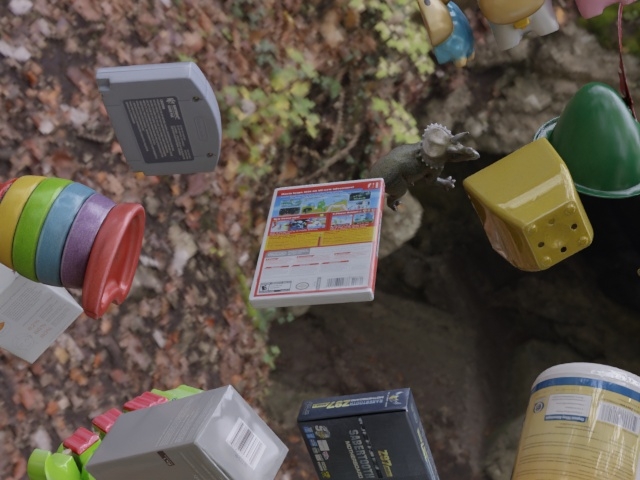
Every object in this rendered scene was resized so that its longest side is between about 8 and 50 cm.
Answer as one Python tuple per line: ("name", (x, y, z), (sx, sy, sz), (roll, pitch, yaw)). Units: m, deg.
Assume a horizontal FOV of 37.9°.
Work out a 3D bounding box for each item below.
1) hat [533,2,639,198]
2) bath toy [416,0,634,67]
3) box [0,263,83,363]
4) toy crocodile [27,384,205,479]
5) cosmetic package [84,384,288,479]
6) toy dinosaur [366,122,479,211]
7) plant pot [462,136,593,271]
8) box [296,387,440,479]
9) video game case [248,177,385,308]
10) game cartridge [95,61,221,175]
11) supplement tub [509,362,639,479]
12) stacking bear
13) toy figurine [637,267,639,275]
("hat", (0.376, -0.188, 1.225), (0.183, 0.173, 0.208), (90, -22, -45))
("bath toy", (0.275, -0.300, 0.996), (0.151, 0.348, 0.129), (-54, 125, -73))
("box", (-0.507, 0.106, 1.554), (0.091, 0.130, 0.170), (40, -7, 34))
("toy crocodile", (-0.341, 0.330, 1.596), (0.341, 0.115, 0.105), (-27, 114, -38))
("cosmetic package", (-0.172, 0.276, 1.181), (0.127, 0.238, 0.107), (50, 41, -19))
("toy dinosaur", (0.169, -0.143, 1.870), (0.160, 0.314, 0.121), (41, 32, -53))
("plant pot", (0.181, -0.022, 0.775), (0.081, 0.081, 0.083), (59, 3, -28))
("box", (0.084, 0.352, 1.500), (0.059, 0.184, 0.232), (-70, 146, -58))
("video game case", (0.000, 0.000, 1.589), (0.285, 0.204, 0.025), (-80, 160, -46))
("game cartridge", (-0.285, -0.222, 1.734), (0.294, 0.196, 0.060), (86, 5, -60))
("supplement tub", (0.270, 0.242, 0.954), (0.144, 0.144, 0.199), (41, 55, -29))
("stacking bear", (-0.412, -0.017, 1.325), (0.289, 0.164, 0.175), (17, 8, 2))
("toy figurine", (0.575, -0.059, 1.210), (0.191, 0.363, 0.217), (-28, 106, -29))
